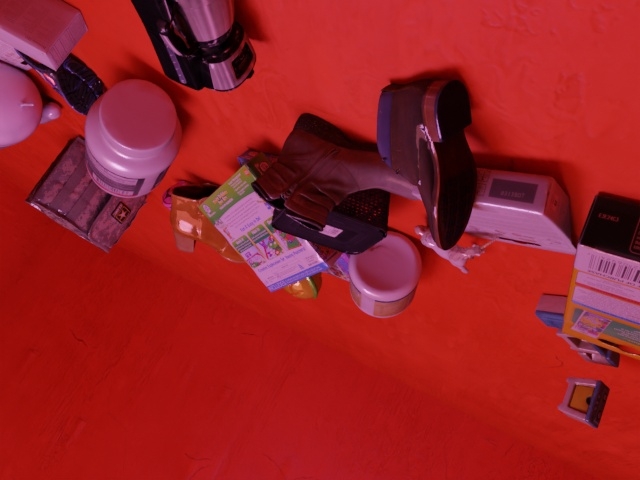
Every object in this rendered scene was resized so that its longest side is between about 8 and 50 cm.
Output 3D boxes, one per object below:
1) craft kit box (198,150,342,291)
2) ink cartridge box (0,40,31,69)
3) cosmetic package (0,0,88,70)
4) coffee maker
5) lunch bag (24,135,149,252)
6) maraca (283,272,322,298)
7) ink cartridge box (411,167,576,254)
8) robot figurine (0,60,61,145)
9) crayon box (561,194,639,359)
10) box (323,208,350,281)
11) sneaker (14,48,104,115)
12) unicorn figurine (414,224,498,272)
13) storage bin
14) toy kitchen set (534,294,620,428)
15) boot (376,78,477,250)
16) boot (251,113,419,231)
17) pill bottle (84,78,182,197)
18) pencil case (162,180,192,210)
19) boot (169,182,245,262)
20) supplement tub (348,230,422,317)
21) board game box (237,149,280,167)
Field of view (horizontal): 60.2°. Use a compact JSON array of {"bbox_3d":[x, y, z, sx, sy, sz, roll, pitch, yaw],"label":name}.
[{"bbox_3d":[-0.108,-0.024,1.105,0.247,0.061,0.249,49,146,-11],"label":"craft kit box"},{"bbox_3d":[-0.698,-0.434,1.187,0.179,0.045,0.145,20,172,-43],"label":"ink cartridge box"},{"bbox_3d":[-0.527,-0.389,0.925,0.238,0.099,0.060,29,162,0],"label":"cosmetic package"},{"bbox_3d":[-0.167,-0.288,0.675,0.171,0.120,0.178,48,167,18],"label":"coffee maker"},{"bbox_3d":[-0.681,-0.127,1.655,0.287,0.235,0.168,39,161,-32],"label":"lunch bag"},{"bbox_3d":[-0.064,0.059,1.290,0.186,0.099,0.127,51,158,18],"label":"maraca"},{"bbox_3d":[0.265,-0.044,0.801,0.189,0.066,0.232,14,178,38],"label":"ink cartridge box"},{"bbox_3d":[-0.806,-0.327,1.353,0.299,0.200,0.353,-7,-172,-37],"label":"robot figurine"},{"bbox_3d":[0.454,0.075,0.757,0.203,0.083,0.323,19,159,27],"label":"crayon box"},{"bbox_3d":[0.000,0.000,1.274,0.200,0.057,0.293,19,160,31],"label":"box"},{"bbox_3d":[-0.523,-0.343,1.109,0.087,0.083,0.221,31,163,42],"label":"sneaker"},{"bbox_3d":[0.225,0.014,0.935,0.161,0.060,0.111,19,175,32],"label":"unicorn figurine"},{"bbox_3d":[0.019,-0.052,0.956,0.180,0.085,0.122,20,151,-20],"label":"storage bin"},{"bbox_3d":[0.475,0.223,0.995,0.207,0.166,0.122,38,160,-28],"label":"toy kitchen set"},{"bbox_3d":[0.132,-0.098,0.698,0.106,0.082,0.219,25,132,46],"label":"boot"},{"bbox_3d":[0.030,-0.076,0.845,0.246,0.161,0.083,25,162,9],"label":"boot"},{"bbox_3d":[-0.373,-0.197,1.095,0.176,0.176,0.318,34,162,-16],"label":"pill bottle"},{"bbox_3d":[-0.332,-0.076,1.520,0.209,0.098,0.095,45,-159,-43],"label":"pencil case"},{"bbox_3d":[-0.240,-0.048,1.432,0.294,0.104,0.211,4,137,-11],"label":"boot"},{"bbox_3d":[0.131,0.078,1.150,0.144,0.144,0.200,24,162,13],"label":"supplement tub"},{"bbox_3d":[-0.068,-0.071,1.096,0.160,0.039,0.212,17,136,33],"label":"board game box"}]
